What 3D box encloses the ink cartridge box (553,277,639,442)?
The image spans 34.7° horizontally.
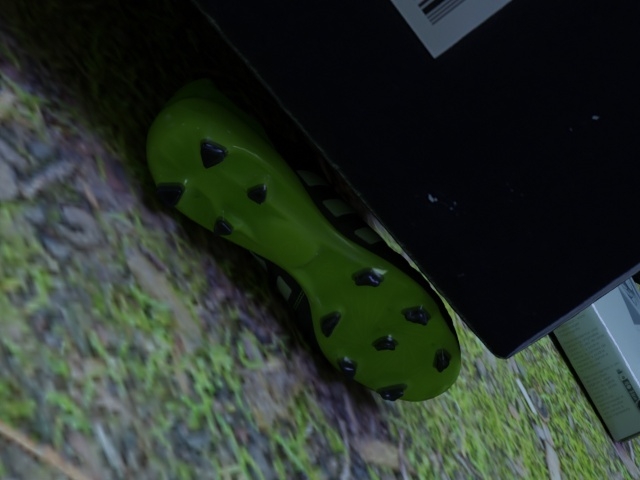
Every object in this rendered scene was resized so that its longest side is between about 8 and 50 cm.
[{"bbox_3d":[0.224,0.034,0.874,0.224,0.045,0.223,59,23,2],"label":"ink cartridge box"}]

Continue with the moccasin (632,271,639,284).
[{"bbox_3d":[0.334,-0.078,1.174,0.117,0.137,0.342,51,37,-28],"label":"moccasin"}]

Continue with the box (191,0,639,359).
[{"bbox_3d":[0.024,-0.177,0.483,0.343,0.179,0.312,48,13,-23],"label":"box"}]

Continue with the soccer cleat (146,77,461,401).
[{"bbox_3d":[0.000,0.000,0.439,0.179,0.060,0.072,45,25,-23],"label":"soccer cleat"}]
